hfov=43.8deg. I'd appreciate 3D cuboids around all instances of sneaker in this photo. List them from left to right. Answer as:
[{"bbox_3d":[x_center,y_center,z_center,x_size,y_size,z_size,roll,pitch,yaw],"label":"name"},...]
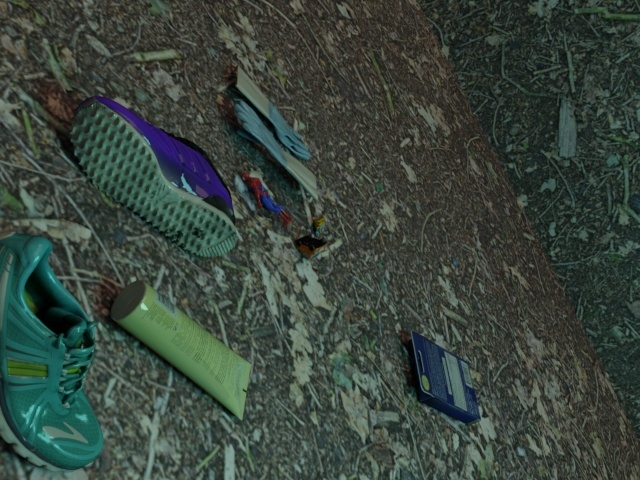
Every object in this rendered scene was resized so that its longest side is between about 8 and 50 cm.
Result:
[{"bbox_3d":[-0.277,0.119,0.799,0.107,0.110,0.275,-71,149,-63],"label":"sneaker"},{"bbox_3d":[-0.231,-0.110,1.138,0.293,0.102,0.146,47,27,-33],"label":"sneaker"}]

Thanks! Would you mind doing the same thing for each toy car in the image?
[{"bbox_3d":[0.000,0.000,1.447,0.122,0.060,0.040,-44,136,-54],"label":"toy car"}]

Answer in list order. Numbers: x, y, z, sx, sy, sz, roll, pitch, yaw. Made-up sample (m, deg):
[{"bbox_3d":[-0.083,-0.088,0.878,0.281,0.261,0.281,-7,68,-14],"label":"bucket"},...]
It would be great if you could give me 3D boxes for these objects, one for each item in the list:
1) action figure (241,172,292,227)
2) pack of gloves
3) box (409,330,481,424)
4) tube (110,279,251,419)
[{"bbox_3d":[-0.097,-0.072,1.380,0.115,0.030,0.038,52,24,-7],"label":"action figure"},{"bbox_3d":[-0.097,-0.194,1.493,0.232,0.046,0.195,45,21,-32],"label":"pack of gloves"},{"bbox_3d":[0.242,0.278,1.606,0.225,0.037,0.136,34,38,-42],"label":"box"},{"bbox_3d":[-0.172,0.144,1.049,0.070,0.062,0.240,-53,127,-11],"label":"tube"}]
